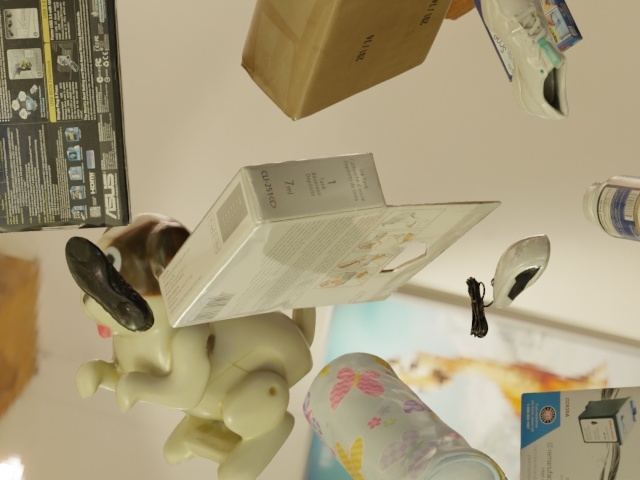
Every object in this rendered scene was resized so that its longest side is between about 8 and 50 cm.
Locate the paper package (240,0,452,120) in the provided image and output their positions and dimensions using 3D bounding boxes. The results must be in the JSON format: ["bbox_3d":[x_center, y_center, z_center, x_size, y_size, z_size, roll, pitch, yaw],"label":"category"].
[{"bbox_3d":[0.059,-0.389,2.398,0.309,0.168,0.325,-27,-23,-28],"label":"paper package"}]

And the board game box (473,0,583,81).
[{"bbox_3d":[0.319,-0.372,2.391,0.035,0.136,0.201,-4,-113,-48],"label":"board game box"}]

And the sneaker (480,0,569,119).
[{"bbox_3d":[0.270,-0.248,1.880,0.212,0.080,0.094,65,169,-26],"label":"sneaker"}]

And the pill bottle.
[{"bbox_3d":[0.324,-0.033,1.544,0.120,0.067,0.067,15,93,65],"label":"pill bottle"}]

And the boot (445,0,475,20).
[{"bbox_3d":[0.243,-0.471,2.540,0.295,0.211,0.104,28,-145,-58],"label":"boot"}]

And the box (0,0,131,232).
[{"bbox_3d":[-0.435,-0.208,2.115,0.097,0.318,0.395,-119,25,-75],"label":"box"}]

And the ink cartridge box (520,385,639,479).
[{"bbox_3d":[0.312,0.232,1.594,0.082,0.191,0.139,64,-155,-50],"label":"ink cartridge box"}]

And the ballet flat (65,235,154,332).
[{"bbox_3d":[-0.299,0.064,2.106,0.057,0.173,0.049,-42,-11,3],"label":"ballet flat"}]

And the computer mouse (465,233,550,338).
[{"bbox_3d":[0.249,0.050,2.048,0.193,0.042,0.106,127,157,-46],"label":"computer mouse"}]

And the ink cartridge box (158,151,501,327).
[{"bbox_3d":[0.000,0.000,1.527,0.296,0.261,0.066,-45,55,59],"label":"ink cartridge box"}]

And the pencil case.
[{"bbox_3d":[0.087,0.219,1.611,0.273,0.124,0.113,38,144,56],"label":"pencil case"}]

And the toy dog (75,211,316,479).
[{"bbox_3d":[-0.204,0.138,2.369,0.395,0.408,0.284,-44,26,-11],"label":"toy dog"}]
